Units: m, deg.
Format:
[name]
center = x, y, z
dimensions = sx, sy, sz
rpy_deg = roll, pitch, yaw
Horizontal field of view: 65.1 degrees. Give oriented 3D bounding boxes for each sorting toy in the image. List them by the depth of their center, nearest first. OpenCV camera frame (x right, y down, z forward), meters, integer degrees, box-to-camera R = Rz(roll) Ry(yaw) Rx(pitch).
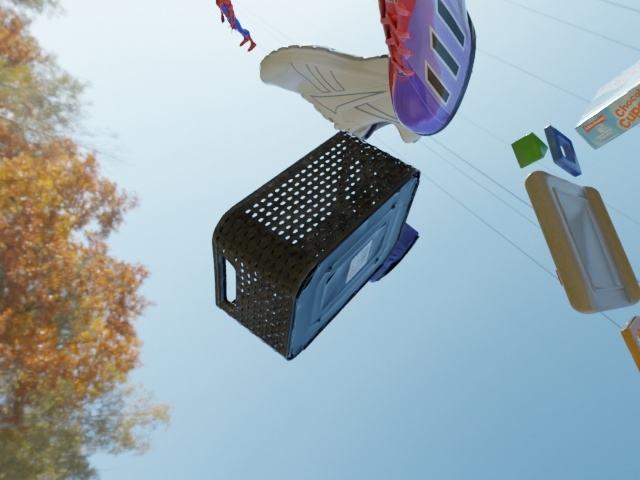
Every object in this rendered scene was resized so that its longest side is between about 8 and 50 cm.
[sorting toy]
center = 0.336, 0.008, 0.655
dimensions = 0.047, 0.196, 0.347
rpy_deg = -30, -113, 43

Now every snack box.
[snack box]
center = 0.578, -0.289, 0.792
dimensions = 0.060, 0.187, 0.322
rpy_deg = 47, -37, -1

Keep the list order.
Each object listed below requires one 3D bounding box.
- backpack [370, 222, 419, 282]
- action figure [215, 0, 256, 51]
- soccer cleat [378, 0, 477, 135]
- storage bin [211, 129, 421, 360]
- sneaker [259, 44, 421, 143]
[backpack]
center = 0.099, 0.009, 0.892
dimensions = 0.101, 0.098, 0.120
rpy_deg = 38, -89, 5
[action figure]
center = -0.136, -0.337, 0.762
dimensions = 0.030, 0.115, 0.038
rpy_deg = -40, -122, -4
[soccer cleat]
center = 0.092, -0.249, 0.490
dimensions = 0.109, 0.116, 0.318
rpy_deg = 28, -46, 35
[storage bin]
center = 0.000, 0.000, 0.441
dimensions = 0.084, 0.180, 0.122
rpy_deg = 33, -39, 21
[sneaker]
center = 0.032, -0.223, 0.758
dimensions = 0.297, 0.111, 0.129
rpy_deg = 17, -70, 24
